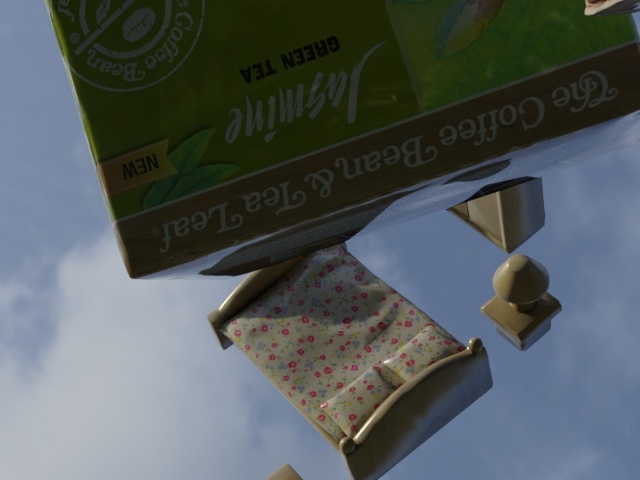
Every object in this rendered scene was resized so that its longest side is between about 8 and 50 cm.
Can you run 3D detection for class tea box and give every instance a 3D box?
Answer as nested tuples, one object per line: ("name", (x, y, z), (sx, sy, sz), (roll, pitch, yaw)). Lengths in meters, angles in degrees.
("tea box", (0.011, -0.170, 0.802), (0.329, 0.220, 0.323), (-19, -95, 10))

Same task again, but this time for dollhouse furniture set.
("dollhouse furniture set", (0.000, 0.000, 0.955), (0.355, 0.303, 0.173), (-37, -39, -17))

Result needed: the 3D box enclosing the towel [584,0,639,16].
("towel", (0.286, -0.139, 0.443), (0.332, 0.317, 0.053), (-7, -85, 1))
